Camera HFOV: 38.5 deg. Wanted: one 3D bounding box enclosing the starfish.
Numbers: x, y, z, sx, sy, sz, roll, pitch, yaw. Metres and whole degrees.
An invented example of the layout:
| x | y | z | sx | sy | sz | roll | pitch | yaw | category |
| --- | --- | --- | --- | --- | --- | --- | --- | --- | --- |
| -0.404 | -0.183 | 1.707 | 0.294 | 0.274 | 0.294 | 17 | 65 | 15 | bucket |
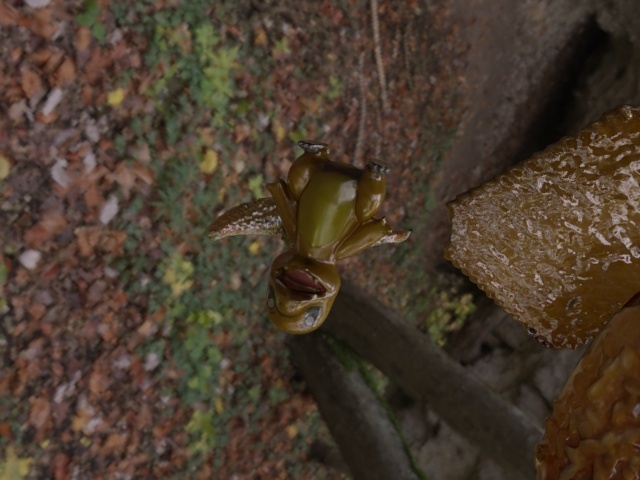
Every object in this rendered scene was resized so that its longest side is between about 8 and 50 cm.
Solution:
| x | y | z | sx | sy | sz | roll | pitch | yaw | category |
| --- | --- | --- | --- | --- | --- | --- | --- | --- | --- |
| -0.015 | -0.006 | 1.048 | 0.247 | 0.138 | 0.050 | -27 | 151 | -47 | starfish |

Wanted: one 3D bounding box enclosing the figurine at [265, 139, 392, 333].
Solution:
| x | y | z | sx | sy | sz | roll | pitch | yaw | category |
| --- | --- | --- | --- | --- | --- | --- | --- | --- | --- |
| 0.000 | 0.002 | 0.846 | 0.122 | 0.121 | 0.176 | 54 | 57 | -80 | figurine |

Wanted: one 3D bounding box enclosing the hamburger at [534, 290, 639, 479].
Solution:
| x | y | z | sx | sy | sz | roll | pitch | yaw | category |
| --- | --- | --- | --- | --- | --- | --- | --- | --- | --- |
| 0.302 | 0.157 | 0.567 | 0.330 | 0.330 | 0.250 | -53 | 161 | 13 | hamburger |

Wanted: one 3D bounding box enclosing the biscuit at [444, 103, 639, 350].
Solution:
| x | y | z | sx | sy | sz | roll | pitch | yaw | category |
| --- | --- | --- | --- | --- | --- | --- | --- | --- | --- |
| 0.238 | 0.001 | 0.797 | 0.232 | 0.237 | 0.013 | -30 | -145 | 32 | biscuit |
